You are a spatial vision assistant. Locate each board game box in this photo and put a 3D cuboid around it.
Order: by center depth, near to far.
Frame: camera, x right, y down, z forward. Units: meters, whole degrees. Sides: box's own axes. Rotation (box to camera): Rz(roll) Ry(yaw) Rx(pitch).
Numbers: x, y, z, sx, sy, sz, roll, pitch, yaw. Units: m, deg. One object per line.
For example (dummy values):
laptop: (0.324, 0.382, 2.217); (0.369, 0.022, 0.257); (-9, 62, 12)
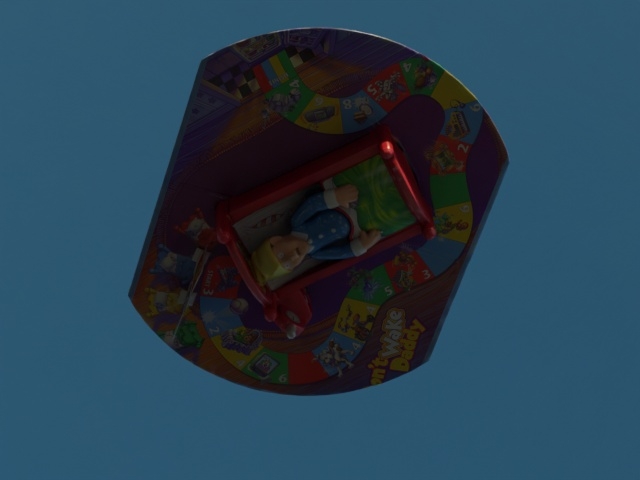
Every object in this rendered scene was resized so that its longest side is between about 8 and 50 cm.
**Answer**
board game box: (0.000, 0.000, 0.665); (0.133, 0.033, 0.169); (15, -64, -11)
